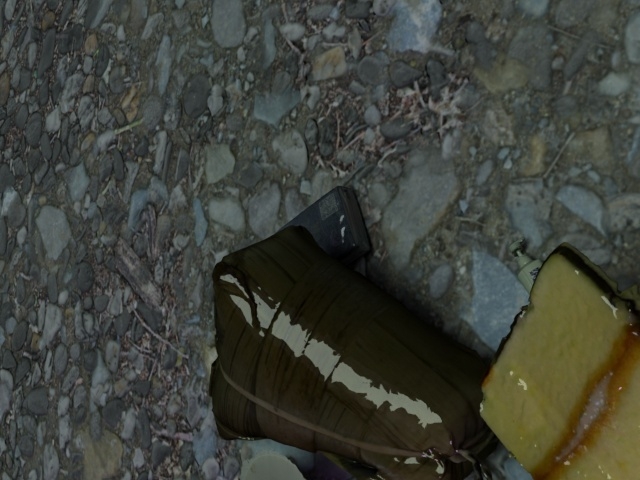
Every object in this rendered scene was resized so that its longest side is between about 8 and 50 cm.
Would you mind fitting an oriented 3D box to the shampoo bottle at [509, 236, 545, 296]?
[{"bbox_3d":[0.277,0.059,1.050,0.049,0.034,0.141,-50,52,33],"label":"shampoo bottle"}]

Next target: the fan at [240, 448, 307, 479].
[{"bbox_3d":[-0.037,0.504,1.214,0.233,0.012,0.415,-4,97,52],"label":"fan"}]

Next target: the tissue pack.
[{"bbox_3d":[0.000,0.000,1.307,0.156,0.051,0.112,-35,59,35],"label":"tissue pack"}]

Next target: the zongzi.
[{"bbox_3d":[0.053,0.275,1.194,0.500,0.218,0.467,35,140,24],"label":"zongzi"}]

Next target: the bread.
[{"bbox_3d":[0.285,0.163,0.841,0.198,0.236,0.263,-33,51,-10],"label":"bread"}]
